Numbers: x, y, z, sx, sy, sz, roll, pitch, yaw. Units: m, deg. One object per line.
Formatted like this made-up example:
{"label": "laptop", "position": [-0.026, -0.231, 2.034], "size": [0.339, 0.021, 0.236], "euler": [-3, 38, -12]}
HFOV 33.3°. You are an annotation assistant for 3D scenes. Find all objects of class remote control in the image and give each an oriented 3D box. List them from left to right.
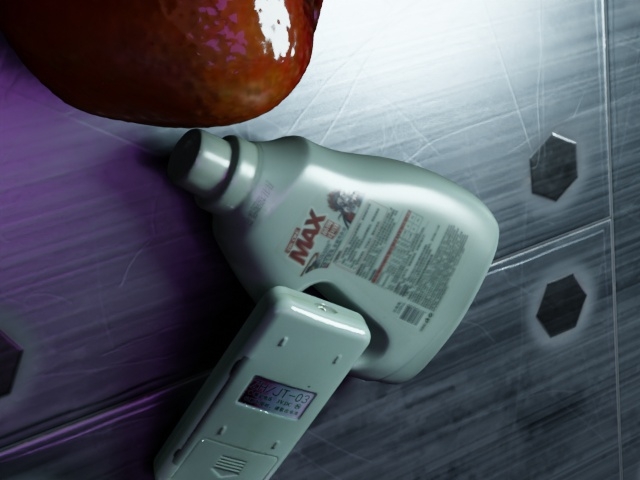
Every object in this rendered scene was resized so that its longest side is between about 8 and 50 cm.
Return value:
{"label": "remote control", "position": [-0.070, 0.185, 1.209], "size": [0.140, 0.056, 0.296], "euler": [22, 116, -28]}

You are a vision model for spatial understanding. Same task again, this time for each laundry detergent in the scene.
{"label": "laundry detergent", "position": [0.000, 0.000, 1.215], "size": [0.397, 0.124, 0.264], "euler": [25, 96, -33]}

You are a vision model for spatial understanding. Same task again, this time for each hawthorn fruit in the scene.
{"label": "hawthorn fruit", "position": [-0.139, -0.232, 0.965], "size": [0.311, 0.295, 0.295], "euler": [-2, 105, -33]}
